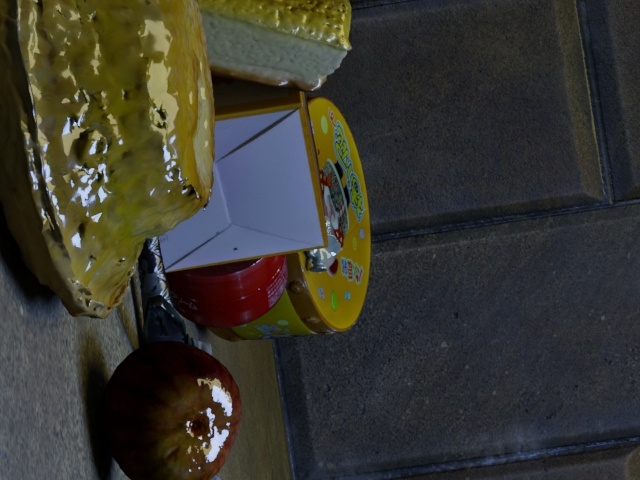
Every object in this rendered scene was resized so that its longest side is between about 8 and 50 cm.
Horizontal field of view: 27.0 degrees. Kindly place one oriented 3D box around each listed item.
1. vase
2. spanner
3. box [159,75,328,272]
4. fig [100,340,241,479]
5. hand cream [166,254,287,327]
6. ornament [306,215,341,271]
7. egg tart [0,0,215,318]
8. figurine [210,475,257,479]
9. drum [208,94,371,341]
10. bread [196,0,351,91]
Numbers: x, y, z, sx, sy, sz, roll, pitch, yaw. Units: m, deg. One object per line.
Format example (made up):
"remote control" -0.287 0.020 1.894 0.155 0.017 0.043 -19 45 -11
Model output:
"vase" -0.215 0.052 1.726 0.059 0.059 0.167 -83 165 -82
"spanner" -0.180 0.169 1.718 0.325 0.096 0.040 80 2 -53
"box" -0.138 -0.133 1.819 0.283 0.260 0.214 80 1 -49
"fig" -0.174 0.172 1.438 0.202 0.148 0.149 44 -60 30
"hand cream" -0.145 0.023 1.964 0.125 0.193 0.193 82 2 -45
"ornament" 0.000 0.004 2.125 0.068 0.041 0.092 43 53 -30
"egg tart" -0.201 -0.143 1.269 0.443 0.178 0.443 -7 90 -87
"figurine" -0.135 0.379 1.710 0.208 0.184 0.128 -40 140 -42
"drum" -0.072 -0.034 2.305 0.431 0.214 0.431 -6 90 -70
"bread" -0.140 -0.350 1.657 0.143 0.333 0.323 122 -28 -44
